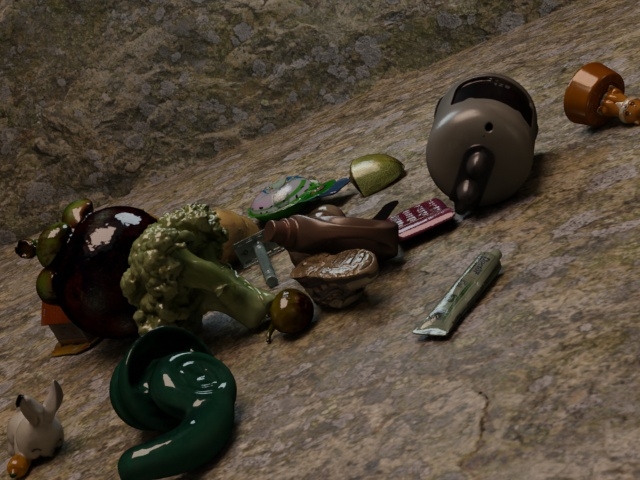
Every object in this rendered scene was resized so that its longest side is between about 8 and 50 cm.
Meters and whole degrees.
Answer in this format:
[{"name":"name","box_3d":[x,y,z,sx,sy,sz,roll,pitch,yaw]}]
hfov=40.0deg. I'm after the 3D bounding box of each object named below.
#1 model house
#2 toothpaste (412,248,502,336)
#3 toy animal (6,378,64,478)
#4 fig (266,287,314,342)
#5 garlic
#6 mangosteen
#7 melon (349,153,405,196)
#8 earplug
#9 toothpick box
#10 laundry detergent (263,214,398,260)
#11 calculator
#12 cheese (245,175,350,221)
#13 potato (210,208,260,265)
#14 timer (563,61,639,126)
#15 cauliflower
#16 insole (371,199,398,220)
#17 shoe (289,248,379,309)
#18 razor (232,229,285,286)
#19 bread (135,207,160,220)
[{"name":"model house","box_3d":[-0.568,0.159,2.051,0.219,0.135,0.207,-8,25,45]},{"name":"toothpaste","box_3d":[0.218,0.078,1.328,0.064,0.041,0.218,0,33,44]},{"name":"toy animal","box_3d":[-0.490,0.317,1.482,0.131,0.127,0.182,-28,4,-33]},{"name":"fig","box_3d":[-0.059,0.128,1.521,0.098,0.082,0.084,-32,45,37]},{"name":"garlic","box_3d":[0.000,0.000,1.752,0.147,0.102,0.159,-55,-10,5]},{"name":"mangosteen","box_3d":[-0.445,0.064,1.864,0.311,0.311,0.311,-23,16,7]},{"name":"melon","box_3d":[0.140,-0.180,2.159,0.128,0.079,0.160,-21,16,20]},{"name":"earplug","box_3d":[-0.232,0.251,1.319,0.280,0.164,0.257,-23,49,51]},{"name":"toothpick box","box_3d":[0.311,-0.181,1.720,0.229,0.229,0.316,-19,19,22]},{"name":"laundry detergent","box_3d":[0.030,-0.010,1.592,0.237,0.076,0.171,8,-8,-34]},{"name":"calculator","box_3d":[0.194,-0.038,1.729,0.127,0.034,0.190,-25,11,3]},{"name":"cheese","box_3d":[-0.061,-0.115,2.246,0.321,0.083,0.204,-12,21,40]},{"name":"potato","box_3d":[-0.239,0.006,2.035,0.161,0.128,0.235,-42,-24,15]},{"name":"timer","box_3d":[0.592,-0.278,1.776,0.132,0.132,0.152,-31,39,-19]},{"name":"cauliflower","box_3d":[-0.238,0.090,1.623,0.260,0.327,0.281,-42,63,-7]},{"name":"insole","box_3d":[0.130,-0.053,1.916,0.053,0.002,0.152,-15,20,33]},{"name":"shoe","box_3d":[0.031,0.075,1.521,0.180,0.092,0.089,-5,30,42]},{"name":"razor","box_3d":[-0.122,0.049,1.895,0.106,0.068,0.232,-27,23,0]},{"name":"bread","box_3d":[-0.449,0.043,2.119,0.240,0.240,0.139,-23,45,7]}]
